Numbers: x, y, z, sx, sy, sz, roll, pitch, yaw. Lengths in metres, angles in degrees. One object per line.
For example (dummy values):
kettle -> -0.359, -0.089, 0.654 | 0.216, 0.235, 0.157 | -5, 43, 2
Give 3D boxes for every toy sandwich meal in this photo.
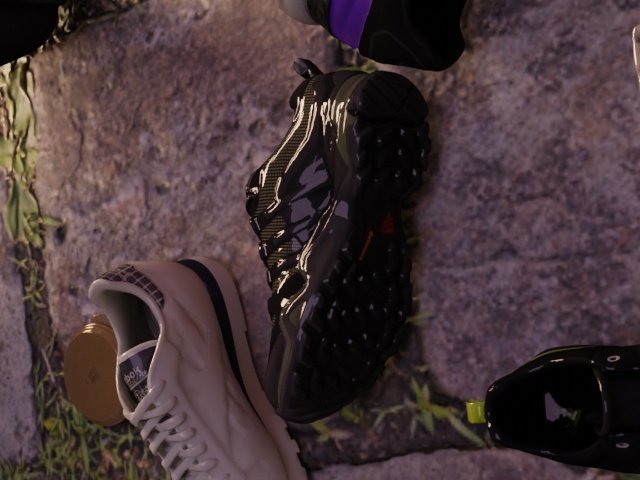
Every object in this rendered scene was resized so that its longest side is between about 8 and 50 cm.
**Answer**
toy sandwich meal -> -0.157, 0.095, 1.083 | 0.085, 0.029, 0.085 | 6, 100, 39

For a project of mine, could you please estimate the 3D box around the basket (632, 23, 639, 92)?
basket -> 0.244, -0.069, 0.698 | 0.167, 0.103, 0.113 | -14, 81, 40

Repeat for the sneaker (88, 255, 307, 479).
sneaker -> -0.085, 0.123, 0.981 | 0.090, 0.095, 0.235 | -34, 73, 33

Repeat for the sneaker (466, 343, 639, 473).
sneaker -> 0.183, 0.092, 0.756 | 0.235, 0.097, 0.084 | -10, 85, 39

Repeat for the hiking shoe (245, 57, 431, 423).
hiking shoe -> 0.000, 0.000, 0.928 | 0.114, 0.086, 0.227 | 21, 99, 51

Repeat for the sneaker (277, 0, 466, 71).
sneaker -> 0.092, -0.227, 0.831 | 0.146, 0.102, 0.293 | 37, 118, 28

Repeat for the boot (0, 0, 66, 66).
boot -> -0.350, 0.014, 1.153 | 0.367, 0.146, 0.445 | -1, 97, 19
